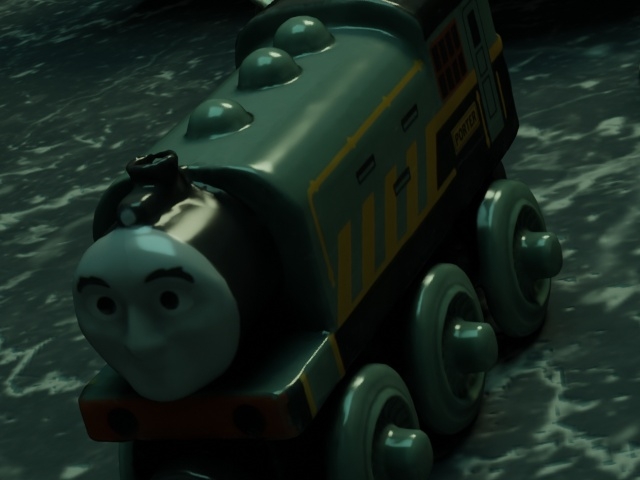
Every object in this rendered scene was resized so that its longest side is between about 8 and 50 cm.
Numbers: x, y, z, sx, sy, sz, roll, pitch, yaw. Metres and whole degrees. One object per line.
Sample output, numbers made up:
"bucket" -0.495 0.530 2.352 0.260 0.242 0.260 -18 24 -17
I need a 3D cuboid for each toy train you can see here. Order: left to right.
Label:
"toy train" 0.000 0.000 0.829 0.142 0.190 0.334 -4 25 28

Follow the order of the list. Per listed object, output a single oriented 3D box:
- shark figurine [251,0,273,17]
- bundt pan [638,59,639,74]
"shark figurine" 0.002 -0.175 1.373 0.166 0.116 0.278 26 44 10
"bundt pan" 0.342 -0.187 1.128 0.330 0.124 0.331 -14 23 6
